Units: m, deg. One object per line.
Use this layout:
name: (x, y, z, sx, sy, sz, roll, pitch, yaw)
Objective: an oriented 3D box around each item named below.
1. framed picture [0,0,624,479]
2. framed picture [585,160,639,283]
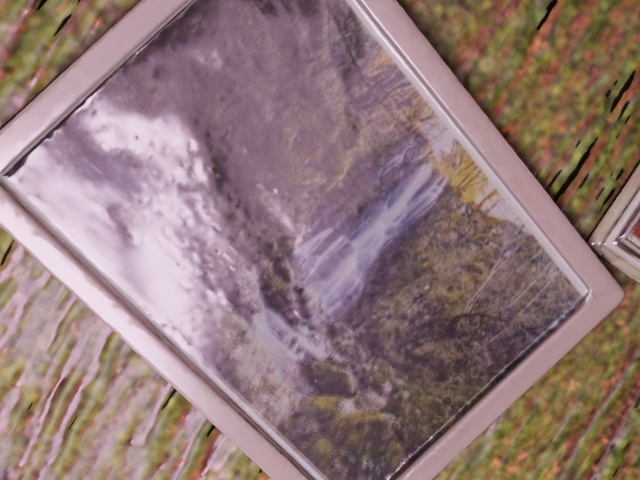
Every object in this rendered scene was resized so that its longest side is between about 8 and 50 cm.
framed picture: (0.000, 0.000, 0.473, 0.240, 0.020, 0.324, -42, 107, -2)
framed picture: (0.322, -0.056, 0.531, 0.216, 0.016, 0.273, 30, 94, -16)
